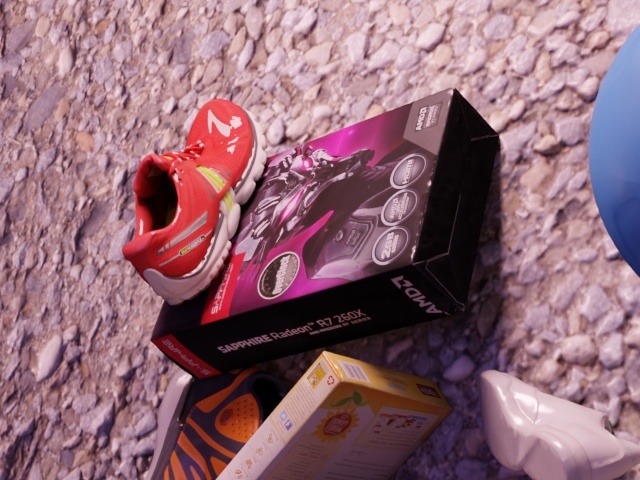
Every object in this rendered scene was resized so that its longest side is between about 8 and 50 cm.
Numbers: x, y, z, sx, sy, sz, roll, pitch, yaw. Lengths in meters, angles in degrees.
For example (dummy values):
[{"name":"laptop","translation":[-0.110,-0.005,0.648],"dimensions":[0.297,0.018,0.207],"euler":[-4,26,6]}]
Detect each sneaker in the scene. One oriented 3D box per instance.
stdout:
[{"name":"sneaker","translation":[0.214,0.171,1.218],"dimensions":[0.212,0.094,0.080],"euler":[-139,40,-66]},{"name":"sneaker","translation":[-0.109,0.286,1.444],"dimensions":[0.180,0.124,0.321],"euler":[-2,75,44]},{"name":"sneaker","translation":[-0.140,-0.066,1.448],"dimensions":[0.107,0.118,0.279],"euler":[-23,39,33]}]

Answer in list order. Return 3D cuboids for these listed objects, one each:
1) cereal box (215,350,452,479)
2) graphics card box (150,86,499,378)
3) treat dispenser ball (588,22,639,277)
[{"name":"cereal box","translation":[-0.003,0.222,1.332],"dimensions":[0.240,0.173,0.047],"euler":[-50,49,19]},{"name":"graphics card box","translation":[0.000,0.000,1.412],"dimensions":[0.371,0.094,0.233],"euler":[-16,44,38]},{"name":"treat dispenser ball","translation":[0.349,-0.070,1.014],"dimensions":[0.288,0.288,0.288],"euler":[-16,66,39]}]
